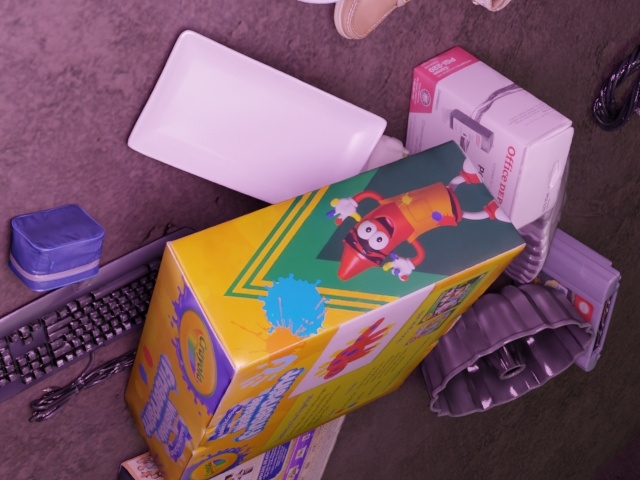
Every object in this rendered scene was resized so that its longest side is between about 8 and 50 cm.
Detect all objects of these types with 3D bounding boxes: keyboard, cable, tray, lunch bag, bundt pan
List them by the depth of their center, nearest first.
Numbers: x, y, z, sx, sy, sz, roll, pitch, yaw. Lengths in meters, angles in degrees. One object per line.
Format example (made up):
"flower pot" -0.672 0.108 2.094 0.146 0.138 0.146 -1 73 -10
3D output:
"lunch bag" -0.277 0.010 1.074 0.098 0.067 0.065 -16 135 -43
"tray" -0.068 -0.124 1.139 0.270 0.030 0.145 20 109 -30
"keyboard" -0.274 0.119 1.224 0.317 0.033 0.201 -28 142 -28
"cable" 0.543 -0.280 1.786 0.150 0.047 0.184 -19 140 -31
"bundt pan" 0.324 0.191 1.864 0.331 0.124 0.331 -19 151 -11

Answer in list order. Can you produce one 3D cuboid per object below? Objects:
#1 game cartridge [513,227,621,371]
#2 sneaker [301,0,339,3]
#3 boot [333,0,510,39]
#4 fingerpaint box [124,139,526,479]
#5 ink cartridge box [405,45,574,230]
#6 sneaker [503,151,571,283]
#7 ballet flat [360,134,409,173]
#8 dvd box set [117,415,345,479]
"game cartridge" 0.459 0.108 1.933 0.060 0.196 0.294 -34 145 -23
"sneaker" 0.058 -0.396 1.010 0.319 0.127 0.208 -47 151 -21
"boot" 0.128 -0.294 1.153 0.213 0.165 0.077 -51 147 -1
"fingerpaint box" -0.021 0.105 1.233 0.371 0.163 0.445 -22 159 -26
"ink cartridge box" 0.222 -0.137 1.378 0.092 0.218 0.158 -30 142 -28
"sneaker" 0.386 -0.039 1.783 0.115 0.105 0.281 -32 148 -36
"ballet flat" 0.084 -0.077 1.328 0.139 0.139 0.400 -53 143 6
"dvd box set" -0.153 0.406 1.633 0.420 0.062 0.308 -16 135 -41
